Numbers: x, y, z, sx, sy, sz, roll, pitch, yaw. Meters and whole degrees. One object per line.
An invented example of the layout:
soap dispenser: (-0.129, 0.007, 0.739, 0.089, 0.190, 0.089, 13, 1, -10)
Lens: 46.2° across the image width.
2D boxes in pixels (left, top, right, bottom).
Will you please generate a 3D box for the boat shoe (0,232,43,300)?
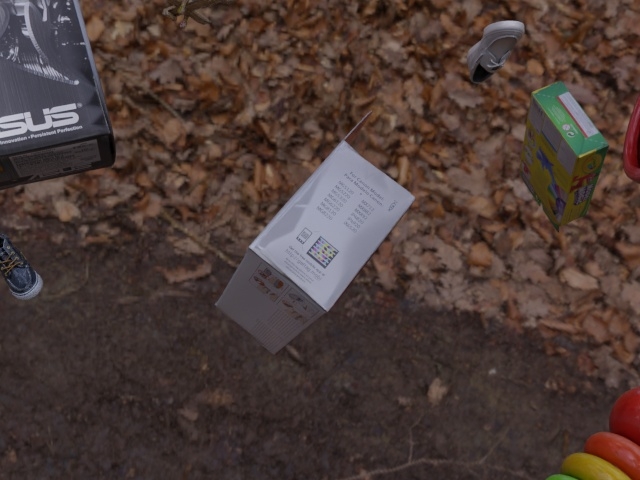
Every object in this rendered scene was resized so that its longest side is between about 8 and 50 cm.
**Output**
boat shoe: (-0.641, 0.054, 1.557, 0.065, 0.083, 0.183, -39, 43, -14)

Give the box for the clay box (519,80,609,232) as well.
clay box: (0.355, -0.116, 1.119, 0.053, 0.222, 0.127, -23, 62, -2)

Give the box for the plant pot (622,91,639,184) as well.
plant pot: (0.394, -0.114, 0.666, 0.174, 0.191, 0.191, 18, 41, 3)

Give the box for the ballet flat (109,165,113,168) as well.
ballet flat: (-0.457, -0.200, 1.315, 0.086, 0.086, 0.248, -28, 69, -38)

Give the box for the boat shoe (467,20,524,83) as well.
boat shoe: (0.293, -0.317, 1.279, 0.066, 0.184, 0.063, 3, 83, -13)

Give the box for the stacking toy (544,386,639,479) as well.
stacking toy: (0.287, 0.285, 0.793, 0.141, 0.141, 0.330, 38, 70, 25)

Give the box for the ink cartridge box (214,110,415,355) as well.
ink cartridge box: (0.000, 0.000, 1.079, 0.130, 0.309, 0.272, 40, 67, 0)

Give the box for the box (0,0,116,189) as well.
box: (-0.247, -0.106, 0.404, 0.231, 0.056, 0.183, -14, 81, -15)

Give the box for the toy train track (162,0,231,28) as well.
toy train track: (-0.096, -0.180, 0.582, 0.048, 0.083, 0.014, 29, 70, -42)
